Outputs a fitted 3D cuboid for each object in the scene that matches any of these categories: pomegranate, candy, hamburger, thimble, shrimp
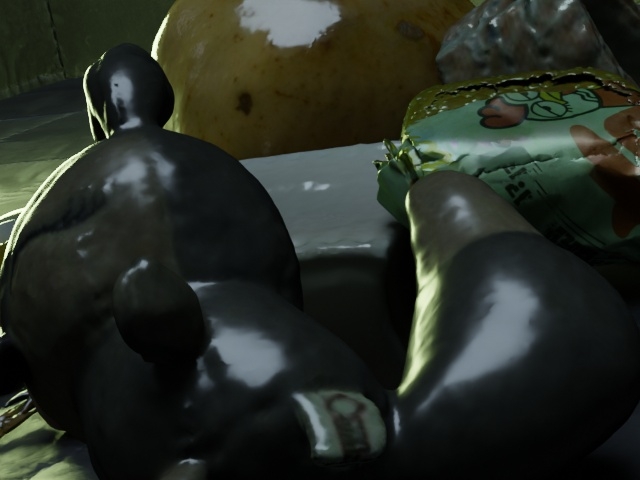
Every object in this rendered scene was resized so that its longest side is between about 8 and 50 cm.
[{"bbox_3d":[0.005,-0.137,1.736,0.342,0.342,0.342,-11,12,2],"label":"pomegranate"},{"bbox_3d":[-0.067,0.037,1.539,0.358,0.145,0.208,-8,25,20],"label":"candy"},{"bbox_3d":[0.146,-0.062,1.413,0.214,0.125,0.235,5,32,1],"label":"hamburger"},{"bbox_3d":[0.219,-0.120,1.606,0.148,0.229,0.196,-33,15,25],"label":"thimble"},{"bbox_3d":[-0.282,0.125,1.619,0.124,0.034,0.178,-5,23,17],"label":"shrimp"}]

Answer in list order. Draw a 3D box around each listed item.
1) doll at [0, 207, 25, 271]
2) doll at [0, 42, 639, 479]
[{"bbox_3d":[-0.265,0.005,2.015,0.141,0.117,0.296,-3,14,24],"label":"doll"},{"bbox_3d":[-0.027,0.059,1.237,0.378,0.252,0.382,1,41,-24],"label":"doll"}]
